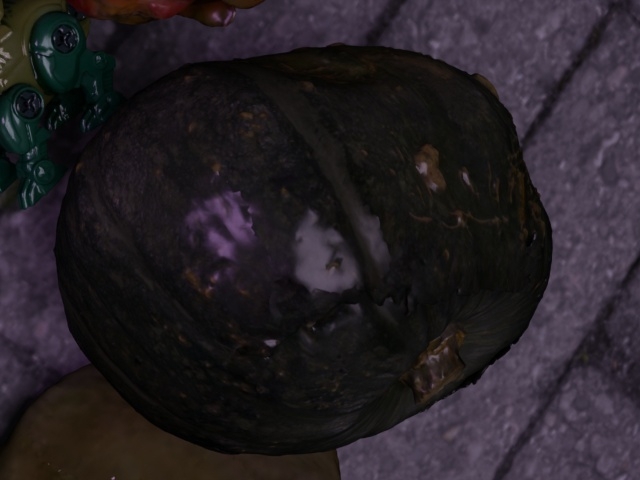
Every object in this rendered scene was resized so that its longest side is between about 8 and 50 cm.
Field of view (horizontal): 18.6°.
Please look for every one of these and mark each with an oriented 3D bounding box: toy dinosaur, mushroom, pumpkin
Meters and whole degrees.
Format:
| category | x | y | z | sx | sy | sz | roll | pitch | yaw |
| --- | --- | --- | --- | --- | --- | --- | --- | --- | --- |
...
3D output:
| category | x | y | z | sx | sy | sz | roll | pitch | yaw |
| --- | --- | --- | --- | --- | --- | --- | --- | --- | --- |
| toy dinosaur | -0.186 | -0.129 | 1.277 | 0.259 | 0.094 | 0.153 | -40 | 117 | -28 |
| mushroom | -0.123 | 0.231 | 1.351 | 0.217 | 0.212 | 0.292 | 20 | 100 | -40 |
| pumpkin | 0.000 | 0.000 | 1.284 | 0.327 | 0.257 | 0.291 | -23 | 156 | -34 |

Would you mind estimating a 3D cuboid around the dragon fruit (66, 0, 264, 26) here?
| category | x | y | z | sx | sy | sz | roll | pitch | yaw |
| --- | --- | --- | --- | --- | --- | --- | --- | --- | --- |
| dragon fruit | -0.082 | -0.259 | 1.171 | 0.314 | 0.296 | 0.263 | -47 | 117 | -9 |
